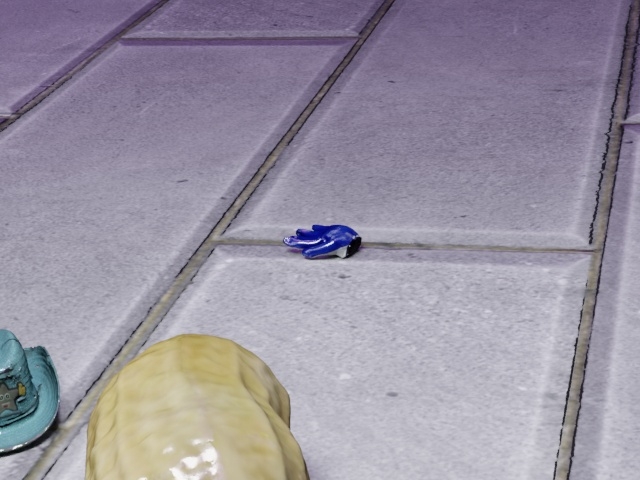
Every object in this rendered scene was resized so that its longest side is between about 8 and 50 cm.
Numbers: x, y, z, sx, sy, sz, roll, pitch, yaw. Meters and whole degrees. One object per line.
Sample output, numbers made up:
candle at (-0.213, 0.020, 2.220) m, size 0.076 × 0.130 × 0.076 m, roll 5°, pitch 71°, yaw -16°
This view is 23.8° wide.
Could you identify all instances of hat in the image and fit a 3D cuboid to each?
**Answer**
hat at (-0.312, 0.123, 1.403) m, size 0.138 × 0.078 × 0.191 m, roll -14°, pitch 24°, yaw -27°

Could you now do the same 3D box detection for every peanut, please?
peanut at (-0.090, 0.164, 1.140) m, size 0.174 × 0.158 × 0.340 m, roll 16°, pitch 21°, yaw -16°

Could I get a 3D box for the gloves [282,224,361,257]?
gloves at (0.000, 0.000, 1.715) m, size 0.086 × 0.026 × 0.064 m, roll 12°, pitch 30°, yaw 34°
